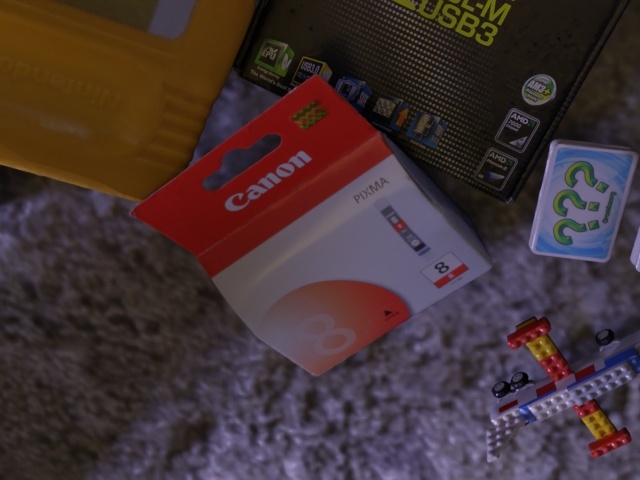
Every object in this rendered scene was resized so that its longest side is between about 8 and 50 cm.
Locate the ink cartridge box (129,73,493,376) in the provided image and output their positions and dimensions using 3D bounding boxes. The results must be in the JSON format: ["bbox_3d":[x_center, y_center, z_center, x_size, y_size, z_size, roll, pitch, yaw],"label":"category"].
[{"bbox_3d":[0.000,0.000,0.652,0.145,0.045,0.179,-34,137,19],"label":"ink cartridge box"}]

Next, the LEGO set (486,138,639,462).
[{"bbox_3d":[0.208,0.066,0.674,0.182,0.060,0.244,8,120,0],"label":"LEGO set"}]

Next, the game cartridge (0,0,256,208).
[{"bbox_3d":[-0.147,-0.197,0.544,0.285,0.052,0.323,15,106,-28],"label":"game cartridge"}]

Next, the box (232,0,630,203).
[{"bbox_3d":[0.070,-0.141,0.627,0.191,0.045,0.184,26,116,-4],"label":"box"}]
